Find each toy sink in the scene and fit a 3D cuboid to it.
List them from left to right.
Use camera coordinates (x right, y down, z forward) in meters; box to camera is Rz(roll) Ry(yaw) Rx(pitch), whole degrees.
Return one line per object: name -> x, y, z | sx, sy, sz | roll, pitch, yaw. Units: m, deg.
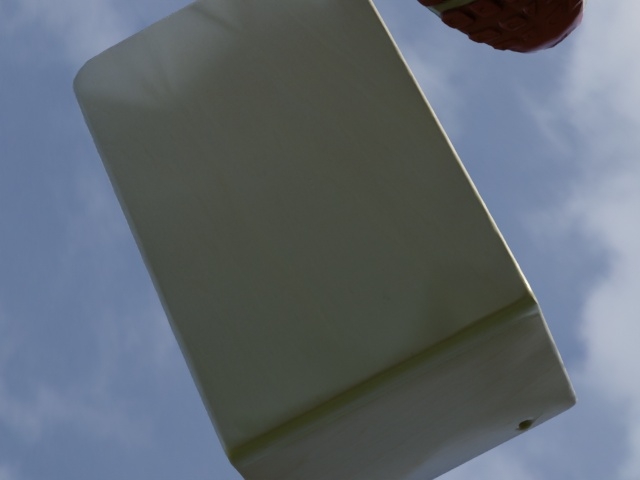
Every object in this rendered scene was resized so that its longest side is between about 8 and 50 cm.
toy sink -> 0.000, 0.000, 0.919 | 0.153, 0.234, 0.131 | -28, -32, 2

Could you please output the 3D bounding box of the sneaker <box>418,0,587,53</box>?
sneaker -> 0.047, -0.173, 0.728 | 0.088, 0.093, 0.225 | -28, -107, 19
